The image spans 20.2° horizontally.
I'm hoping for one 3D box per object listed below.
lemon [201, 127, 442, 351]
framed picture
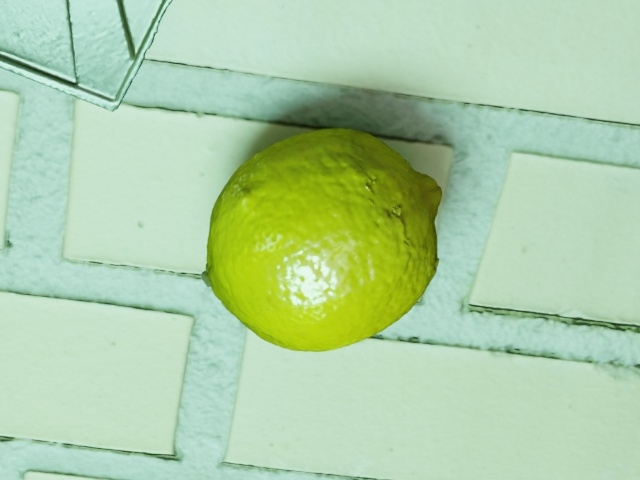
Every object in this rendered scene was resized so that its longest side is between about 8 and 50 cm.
[{"bbox_3d":[0.000,0.000,1.586,0.231,0.192,0.192,-21,121,11],"label":"lemon"},{"bbox_3d":[-0.208,-0.249,1.521,0.192,0.018,0.265,22,118,-16],"label":"framed picture"}]
